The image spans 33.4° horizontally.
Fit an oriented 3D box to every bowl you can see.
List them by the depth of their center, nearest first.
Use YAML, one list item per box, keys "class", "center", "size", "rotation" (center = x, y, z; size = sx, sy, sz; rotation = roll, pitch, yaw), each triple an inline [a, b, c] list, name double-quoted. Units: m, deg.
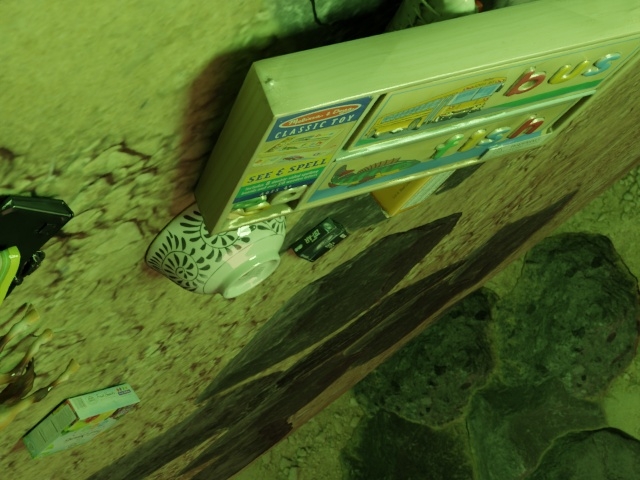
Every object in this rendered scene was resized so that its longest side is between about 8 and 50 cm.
- class: "bowl"
  center: [-0.095, 0.010, 1.144]
  size: [0.170, 0.080, 0.170]
  rotation: [-33, 166, -9]

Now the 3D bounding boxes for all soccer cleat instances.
- class: "soccer cleat"
  center: [0.093, -0.193, 0.956]
  size: [0.076, 0.068, 0.196]
  rotation: [-30, 168, -9]

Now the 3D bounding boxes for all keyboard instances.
- class: "keyboard"
  center: [-0.280, 0.025, 0.875]
  size: [0.180, 0.023, 0.108]
  rotation: [-39, 159, 18]

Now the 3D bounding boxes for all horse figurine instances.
- class: "horse figurine"
  center: [-0.334, 0.141, 1.044]
  size: [0.174, 0.066, 0.263]
  rotation: [-38, 165, -14]

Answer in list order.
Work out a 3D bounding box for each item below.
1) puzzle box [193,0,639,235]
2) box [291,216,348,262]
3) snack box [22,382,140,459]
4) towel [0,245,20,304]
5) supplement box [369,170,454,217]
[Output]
- class: "puzzle box"
  center: [0.099, -0.121, 0.998]
  size: [0.408, 0.052, 0.272]
  rotation: [-16, 165, -21]
- class: "box"
  center: [0.000, 0.000, 1.464]
  size: [0.067, 0.018, 0.083]
  rotation: [-37, 166, 6]
- class: "snack box"
  center: [-0.327, 0.247, 1.465]
  size: [0.100, 0.037, 0.141]
  rotation: [-40, 166, 21]
- class: "towel"
  center: [-0.343, 0.056, 0.791]
  size: [0.237, 0.021, 0.102]
  rotation: [-13, 148, -44]
- class: "supplement box"
  center: [0.145, -0.129, 1.262]
  size: [0.233, 0.078, 0.080]
  rotation: [-45, 166, 34]
